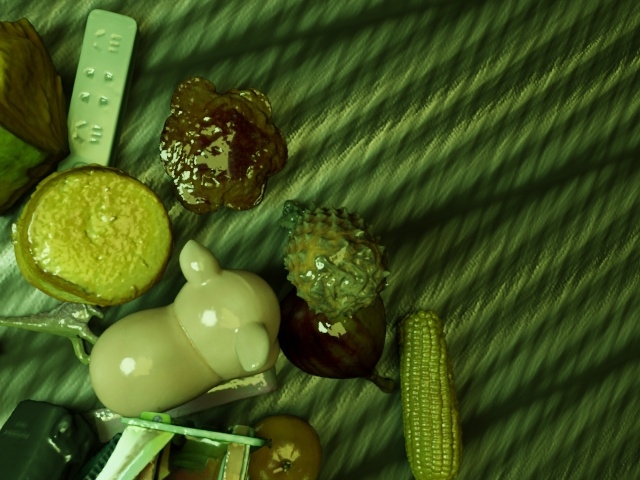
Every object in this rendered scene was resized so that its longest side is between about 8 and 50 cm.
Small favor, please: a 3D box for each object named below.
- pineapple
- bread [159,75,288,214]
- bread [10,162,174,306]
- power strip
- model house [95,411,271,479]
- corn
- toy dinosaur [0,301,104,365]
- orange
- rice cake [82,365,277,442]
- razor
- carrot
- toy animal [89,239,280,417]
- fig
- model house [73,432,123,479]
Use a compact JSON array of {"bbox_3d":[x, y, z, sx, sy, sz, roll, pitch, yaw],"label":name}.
[{"bbox_3d":[0.000,0.000,1.030,0.175,0.361,0.175,-7,114,-15],"label":"pineapple"},{"bbox_3d":[-0.178,-0.163,1.099,0.232,0.135,0.246,7,86,-14],"label":"bread"},{"bbox_3d":[-0.370,-0.010,0.993,0.269,0.146,0.268,-1,92,-28],"label":"bread"},{"bbox_3d":[-0.413,-0.227,1.083,0.091,0.062,0.385,11,85,-11],"label":"power strip"},{"bbox_3d":[-0.264,0.425,0.877,0.340,0.300,0.323,9,70,-1],"label":"model house"},{"bbox_3d":[0.220,0.318,1.189,0.121,0.120,0.363,-5,90,-14],"label":"corn"},{"bbox_3d":[-0.471,0.137,1.064,0.251,0.072,0.199,-37,89,-3],"label":"toy dinosaur"},{"bbox_3d":[-0.072,0.408,1.113,0.156,0.124,0.156,1,87,-17],"label":"orange"},{"bbox_3d":[-0.256,0.296,1.108,0.365,0.056,0.072,-14,90,-14],"label":"rice cake"},{"bbox_3d":[-0.504,0.410,0.925,0.326,0.189,0.107,-65,144,-43],"label":"razor"},{"bbox_3d":[-0.540,-0.178,0.939,0.340,0.241,0.241,-45,99,2],"label":"carrot"},{"bbox_3d":[-0.218,0.167,0.994,0.326,0.269,0.237,-19,68,-39],"label":"toy animal"},{"bbox_3d":[0.066,0.201,1.133,0.217,0.217,0.321,-48,118,-10],"label":"fig"},{"bbox_3d":[-0.313,0.494,1.004,0.261,0.226,0.241,43,74,-11],"label":"model house"}]
